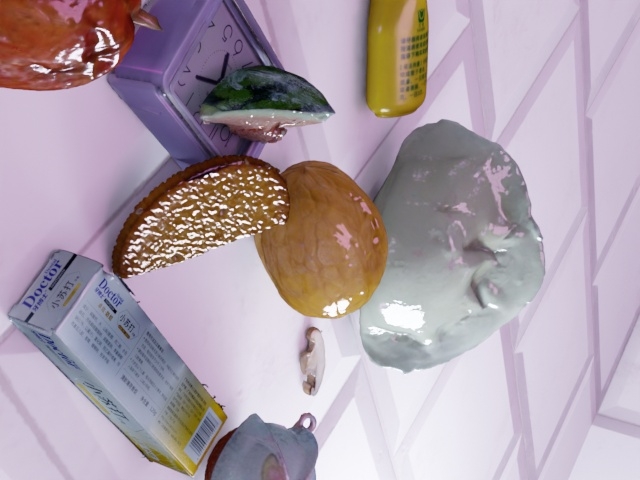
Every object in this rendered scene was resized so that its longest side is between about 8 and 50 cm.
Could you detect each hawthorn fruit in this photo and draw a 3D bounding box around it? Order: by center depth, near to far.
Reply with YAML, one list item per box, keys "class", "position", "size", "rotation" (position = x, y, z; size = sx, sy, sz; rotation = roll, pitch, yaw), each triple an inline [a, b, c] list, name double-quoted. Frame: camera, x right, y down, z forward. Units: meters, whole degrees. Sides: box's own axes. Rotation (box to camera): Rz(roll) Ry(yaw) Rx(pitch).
- class: "hawthorn fruit"
  position: [-0.221, -0.188, 0.706]
  size: [0.173, 0.179, 0.173]
  rotation: [-2, 90, -77]

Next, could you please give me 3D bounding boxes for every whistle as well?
- class: "whistle"
  position: [-0.112, 0.338, 1.196]
  size: [0.346, 0.134, 0.142]
  rotation: [-48, 144, -26]

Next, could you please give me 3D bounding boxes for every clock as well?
- class: "clock"
  position: [-0.116, -0.160, 1.013]
  size: [0.144, 0.073, 0.193]
  rotation: [-65, 150, -19]

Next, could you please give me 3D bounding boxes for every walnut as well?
- class: "walnut"
  position: [0.000, 0.000, 1.205]
  size: [0.159, 0.159, 0.207]
  rotation: [-48, 133, -41]

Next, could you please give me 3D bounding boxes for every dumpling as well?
- class: "dumpling"
  position: [0.167, 0.002, 1.464]
  size: [0.270, 0.212, 0.320]
  rotation: [-12, 135, -19]

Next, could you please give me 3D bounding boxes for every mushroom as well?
- class: "mushroom"
  position: [-0.011, 0.167, 1.389]
  size: [0.049, 0.019, 0.101]
  rotation: [-18, 115, -58]

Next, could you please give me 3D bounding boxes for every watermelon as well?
- class: "watermelon"
  position: [-0.051, -0.131, 0.993]
  size: [0.155, 0.101, 0.080]
  rotation: [10, 105, -52]

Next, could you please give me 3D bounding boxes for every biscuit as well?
- class: "biscuit"
  position: [-0.117, -0.034, 1.015]
  size: [0.206, 0.025, 0.126]
  rotation: [-21, 141, -27]

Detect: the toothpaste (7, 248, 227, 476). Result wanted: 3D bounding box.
- class: "toothpaste"
  position: [-0.191, 0.134, 1.009]
  size: [0.089, 0.071, 0.313]
  rotation: [-58, 147, -25]

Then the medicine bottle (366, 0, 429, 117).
- class: "medicine bottle"
  position: [0.104, -0.318, 1.326]
  size: [0.111, 0.076, 0.309]
  rotation: [-33, 130, -52]
